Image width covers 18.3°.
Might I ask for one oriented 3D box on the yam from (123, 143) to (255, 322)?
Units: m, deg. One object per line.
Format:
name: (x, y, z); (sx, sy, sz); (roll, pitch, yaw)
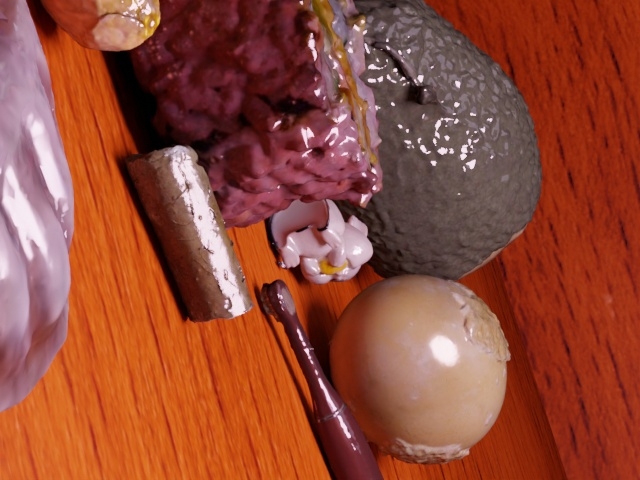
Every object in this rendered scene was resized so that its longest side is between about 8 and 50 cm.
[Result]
yam: (-0.092, -0.007, 1.408); (0.054, 0.054, 0.132); (-64, 134, -74)

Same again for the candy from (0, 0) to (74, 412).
candy: (-0.196, -0.057, 0.760); (0.214, 0.157, 0.289); (-71, 149, -49)

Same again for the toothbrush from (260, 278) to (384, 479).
toothbrush: (0.030, 0.195, 1.672); (0.041, 0.041, 0.364); (-75, 143, -70)

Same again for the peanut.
peanut: (-0.161, -0.216, 1.355); (0.087, 0.087, 0.206); (49, 22, -61)

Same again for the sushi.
sushi: (-0.055, -0.139, 1.511); (0.236, 0.171, 0.270); (13, 60, -77)

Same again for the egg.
egg: (0.091, 0.114, 1.779); (0.201, 0.164, 0.164); (61, 14, -51)

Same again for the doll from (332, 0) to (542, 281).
doll: (0.072, -0.118, 1.967); (0.349, 0.247, 0.247); (51, 22, -42)

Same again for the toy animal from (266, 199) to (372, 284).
toy animal: (0.003, 0.004, 1.783); (0.124, 0.071, 0.085); (43, 10, -49)
